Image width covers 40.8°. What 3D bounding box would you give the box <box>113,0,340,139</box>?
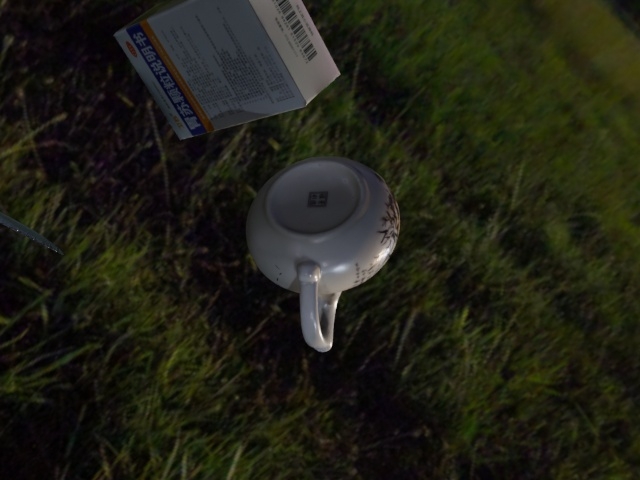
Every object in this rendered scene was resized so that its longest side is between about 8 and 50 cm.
[{"bbox_3d":[-0.144,-0.282,1.297,0.106,0.299,0.200,-49,120,-37],"label":"box"}]

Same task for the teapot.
[{"bbox_3d":[0.000,0.000,1.172,0.208,0.166,0.299,7,65,3],"label":"teapot"}]

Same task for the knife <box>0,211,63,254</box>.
[{"bbox_3d":[-0.379,-0.058,0.849,0.313,0.019,0.044,36,0,-43],"label":"knife"}]
